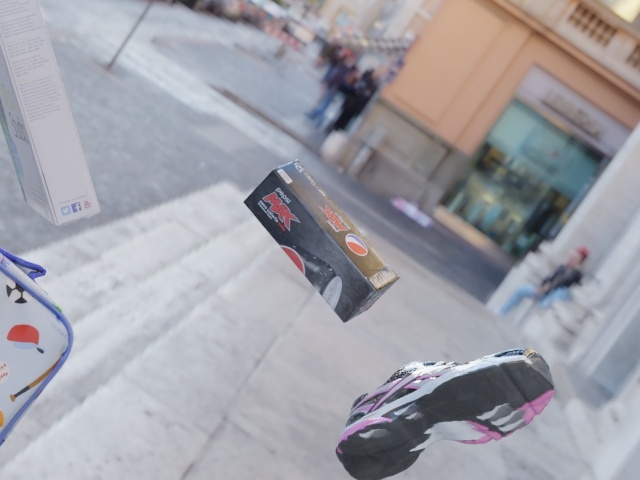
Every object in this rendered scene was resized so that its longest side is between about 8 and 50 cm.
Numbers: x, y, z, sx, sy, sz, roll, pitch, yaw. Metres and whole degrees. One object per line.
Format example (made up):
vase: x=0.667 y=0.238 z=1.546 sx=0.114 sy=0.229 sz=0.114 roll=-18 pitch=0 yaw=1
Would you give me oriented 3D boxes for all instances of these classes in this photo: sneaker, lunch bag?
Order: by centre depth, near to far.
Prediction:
sneaker: x=0.092 y=0.118 z=1.107 sx=0.077 sy=0.178 sz=0.072 roll=-86 pitch=151 yaw=-57
lunch bag: x=-0.384 y=0.082 z=1.312 sx=0.115 sy=0.243 sz=0.303 roll=17 pitch=-23 yaw=48

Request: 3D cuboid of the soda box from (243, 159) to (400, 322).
soda box: x=0.000 y=0.000 z=1.465 sx=0.169 sy=0.060 sz=0.053 roll=50 pitch=31 yaw=9

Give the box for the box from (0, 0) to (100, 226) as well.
box: x=-0.337 y=-0.187 z=1.581 sx=0.232 sy=0.059 sz=0.321 roll=-158 pitch=-127 yaw=-68
